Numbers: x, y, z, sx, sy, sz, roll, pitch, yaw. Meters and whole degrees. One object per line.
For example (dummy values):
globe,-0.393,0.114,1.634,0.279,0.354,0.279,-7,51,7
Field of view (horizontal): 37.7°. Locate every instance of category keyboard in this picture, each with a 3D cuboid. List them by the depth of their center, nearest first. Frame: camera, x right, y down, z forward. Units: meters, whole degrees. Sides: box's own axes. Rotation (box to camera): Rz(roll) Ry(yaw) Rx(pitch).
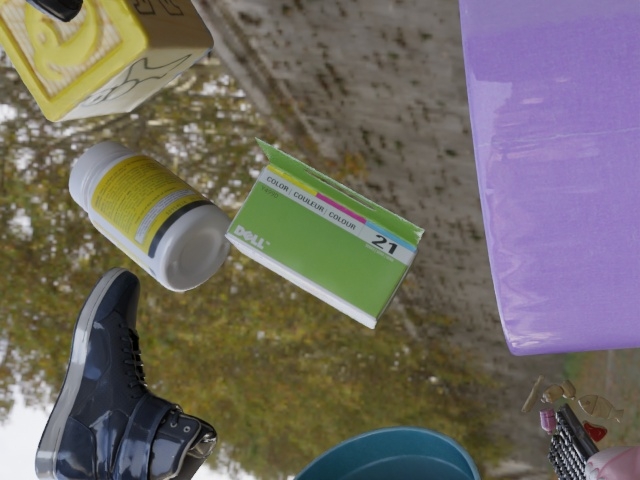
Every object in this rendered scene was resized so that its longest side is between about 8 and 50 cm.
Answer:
keyboard,0.270,0.252,0.996,0.180,0.023,0.108,-74,-15,-80

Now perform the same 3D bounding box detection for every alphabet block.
alphabet block,-0.295,-0.291,1.266,0.193,0.192,0.197,57,-159,1

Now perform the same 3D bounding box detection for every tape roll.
tape roll,0.141,-0.073,0.544,0.275,0.090,0.274,-5,-90,-75

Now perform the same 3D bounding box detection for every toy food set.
toy food set,0.335,0.231,1.255,0.078,0.122,0.019,-62,-2,0

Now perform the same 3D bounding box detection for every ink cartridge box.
ink cartridge box,0.000,0.000,0.973,0.097,0.189,0.255,-59,-6,-5

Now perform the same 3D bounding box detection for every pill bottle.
pill bottle,-0.219,-0.037,1.192,0.119,0.208,0.119,-36,-34,-29

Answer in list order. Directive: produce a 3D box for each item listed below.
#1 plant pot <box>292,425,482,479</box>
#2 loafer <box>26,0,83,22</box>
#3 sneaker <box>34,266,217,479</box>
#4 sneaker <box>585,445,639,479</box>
plant pot,0.106,0.407,1.109,0.255,0.272,0.271,61,-150,-28
loafer,-0.270,-0.282,0.805,0.223,0.078,0.076,53,-178,-45
sneaker,-0.172,0.143,0.937,0.086,0.163,0.226,64,-145,-66
sneaker,0.227,0.203,0.706,0.134,0.070,0.051,-43,-60,-42
